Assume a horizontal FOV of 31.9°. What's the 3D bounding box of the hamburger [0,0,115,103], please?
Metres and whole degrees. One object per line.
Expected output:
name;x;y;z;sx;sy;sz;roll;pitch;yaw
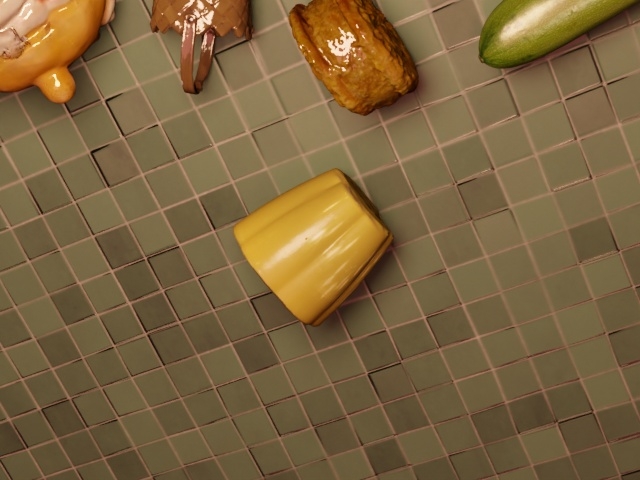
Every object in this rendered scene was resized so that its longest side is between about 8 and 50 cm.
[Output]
hamburger;-0.410;-0.317;1.512;0.276;0.276;0.237;-24;128;18

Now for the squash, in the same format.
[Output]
squash;0.377;-0.345;1.452;0.395;0.107;0.107;-30;106;17

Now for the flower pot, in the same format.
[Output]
flower pot;0.000;0.000;1.626;0.179;0.195;0.195;-39;103;10

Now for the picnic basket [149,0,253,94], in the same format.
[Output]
picnic basket;-0.165;-0.292;1.548;0.137;0.128;0.178;7;97;9

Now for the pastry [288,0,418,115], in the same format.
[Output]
pastry;0.046;-0.261;1.503;0.103;0.189;0.189;-34;104;18
